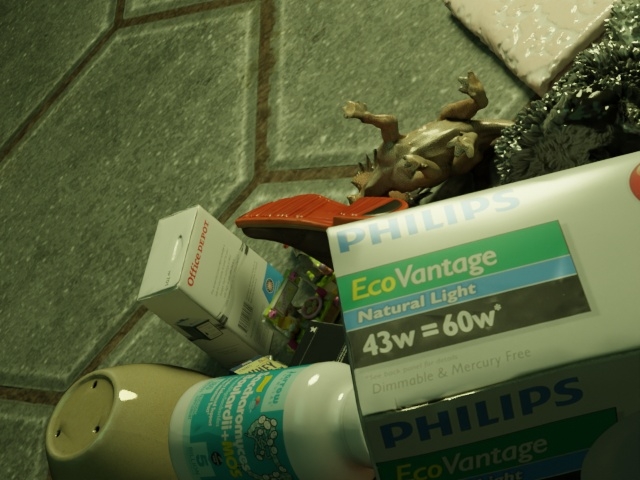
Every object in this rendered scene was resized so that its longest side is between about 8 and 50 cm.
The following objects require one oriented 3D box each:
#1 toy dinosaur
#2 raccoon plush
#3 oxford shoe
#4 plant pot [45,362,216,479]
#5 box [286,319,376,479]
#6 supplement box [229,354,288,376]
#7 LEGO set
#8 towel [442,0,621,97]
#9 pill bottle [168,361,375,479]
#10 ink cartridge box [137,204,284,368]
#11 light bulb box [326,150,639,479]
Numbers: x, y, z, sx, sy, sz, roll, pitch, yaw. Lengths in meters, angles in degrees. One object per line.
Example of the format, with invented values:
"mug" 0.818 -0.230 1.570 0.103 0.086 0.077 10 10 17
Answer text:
"toy dinosaur" 0.146 -0.109 1.896 0.296 0.200 0.127 -17 67 4
"raccoon plush" 0.297 -0.158 1.714 0.446 0.216 0.299 -13 41 41
"oxford shoe" 0.000 0.000 1.864 0.271 0.098 0.097 5 26 42
"plant pot" -0.245 0.272 1.898 0.284 0.191 0.284 -28 41 28
"box" 0.021 0.236 1.719 0.184 0.103 0.261 7 64 46
"supplement box" -0.067 0.202 1.833 0.083 0.083 0.056 19 29 37
"LEGO set" -0.037 0.056 1.943 0.132 0.107 0.287 -19 46 36
"towel" 0.340 -0.374 1.982 0.317 0.053 0.332 -44 35 9
"pill bottle" -0.030 0.210 1.588 0.264 0.146 0.146 -13 49 39
"ink cartridge box" -0.145 0.065 1.978 0.082 0.191 0.139 -19 45 36
"light bulb box" 0.219 0.145 1.267 0.358 0.361 0.225 -14 43 3
